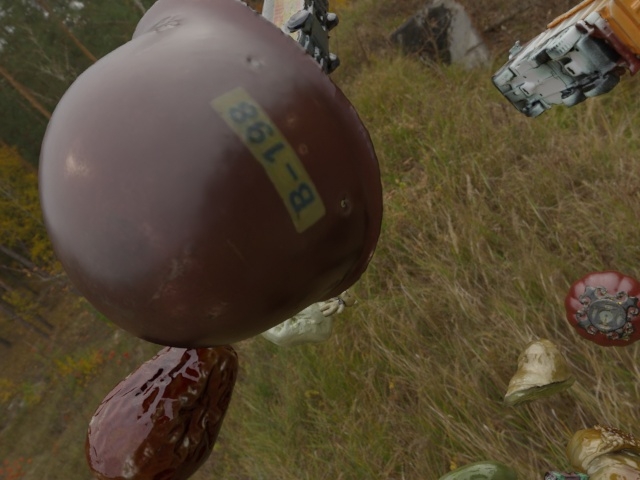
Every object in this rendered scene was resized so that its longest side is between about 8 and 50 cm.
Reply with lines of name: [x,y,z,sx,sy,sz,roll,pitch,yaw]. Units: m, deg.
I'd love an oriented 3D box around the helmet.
helmet: [-0.145,-0.038,0.449,0.337,0.385,0.230,-18,18,42]

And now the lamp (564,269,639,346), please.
lamp: [0.846,0.198,1.316,0.227,0.227,0.227,-34,25,19]

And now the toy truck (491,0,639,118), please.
toy truck: [0.366,-0.273,0.653,0.135,0.114,0.270,-46,7,1]

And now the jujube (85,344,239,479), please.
jujube: [-0.233,0.263,0.700,0.255,0.190,0.190,-54,26,-12]

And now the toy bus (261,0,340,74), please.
toy bus: [-0.037,-0.307,0.668,0.106,0.092,0.268,-18,49,23]

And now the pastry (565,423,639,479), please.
pastry: [0.777,0.590,1.105,0.184,0.284,0.316,-51,3,14]

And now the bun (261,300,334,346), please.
bun: [-0.069,0.211,1.288,0.229,0.145,0.229,3,27,-2]

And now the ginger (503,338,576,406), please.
ginger: [0.464,0.291,0.987,0.115,0.193,0.123,-49,54,52]

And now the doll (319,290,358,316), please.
doll: [0.047,0.164,1.137,0.093,0.051,0.061,-41,44,-2]

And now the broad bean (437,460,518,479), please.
broad bean: [0.404,0.679,1.205,0.263,0.189,0.121,-46,18,11]

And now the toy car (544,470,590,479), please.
toy car: [0.444,0.460,0.823,0.055,0.142,0.069,-2,72,56]
